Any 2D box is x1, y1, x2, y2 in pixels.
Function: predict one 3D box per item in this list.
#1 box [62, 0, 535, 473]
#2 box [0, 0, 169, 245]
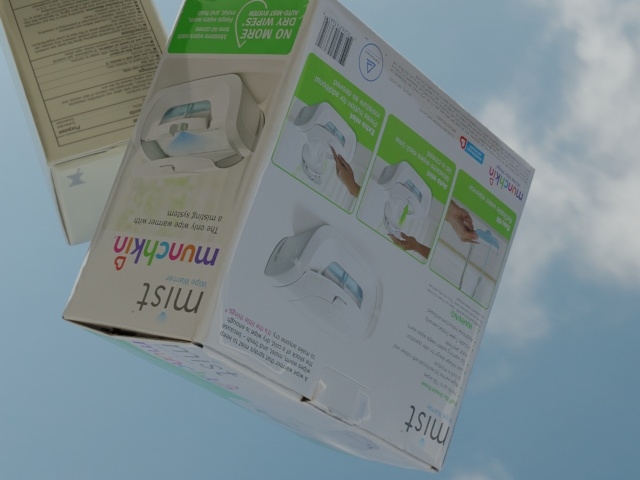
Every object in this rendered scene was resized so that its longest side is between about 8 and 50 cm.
[{"bbox_3d":[0.000,0.000,1.031,0.127,0.262,0.231,7,-107,41],"label":"box"},{"bbox_3d":[-0.213,-0.161,1.477,0.148,0.121,0.311,-15,-126,-11],"label":"box"}]
